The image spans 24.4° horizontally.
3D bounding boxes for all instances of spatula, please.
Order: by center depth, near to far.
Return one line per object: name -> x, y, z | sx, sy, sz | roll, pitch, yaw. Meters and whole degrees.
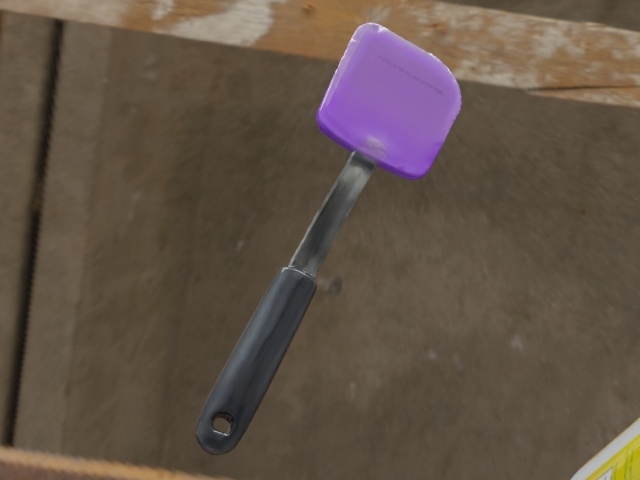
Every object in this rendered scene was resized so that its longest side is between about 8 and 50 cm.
spatula -> 0.000, 0.000, 0.919 | 0.084, 0.030, 0.296 | 28, -102, -4

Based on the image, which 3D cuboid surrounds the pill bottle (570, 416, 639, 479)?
pill bottle -> 0.169, 0.119, 0.609 | 0.117, 0.215, 0.117 | 7, -119, -12
